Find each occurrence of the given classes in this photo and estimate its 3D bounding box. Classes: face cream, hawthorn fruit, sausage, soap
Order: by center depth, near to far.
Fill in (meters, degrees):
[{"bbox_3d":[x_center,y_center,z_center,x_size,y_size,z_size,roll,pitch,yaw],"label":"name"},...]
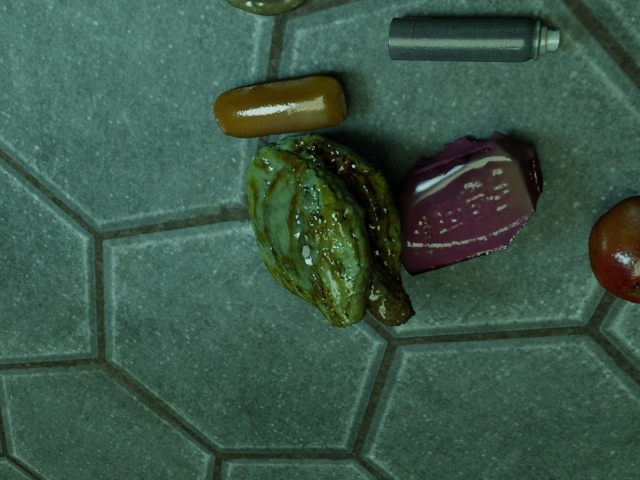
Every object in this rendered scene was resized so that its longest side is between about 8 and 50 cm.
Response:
[{"bbox_3d":[0.258,-0.343,1.192,0.283,0.073,0.073,5,125,16],"label":"face cream"},{"bbox_3d":[0.578,0.034,1.249,0.196,0.225,0.196,15,139,13],"label":"hawthorn fruit"},{"bbox_3d":[0.273,-0.072,1.343,0.325,0.127,0.220,-21,116,29],"label":"soap"},{"bbox_3d":[-0.079,-0.258,1.352,0.274,0.105,0.105,-4,122,22],"label":"sausage"}]

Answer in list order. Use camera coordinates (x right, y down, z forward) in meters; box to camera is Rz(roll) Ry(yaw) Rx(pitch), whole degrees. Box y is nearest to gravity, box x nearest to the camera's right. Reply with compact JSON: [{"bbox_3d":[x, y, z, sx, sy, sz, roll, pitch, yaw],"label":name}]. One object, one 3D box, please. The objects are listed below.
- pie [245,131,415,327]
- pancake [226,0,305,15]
[{"bbox_3d":[-0.017,-0.015,1.403,0.418,0.180,0.395,16,126,51],"label":"pie"},{"bbox_3d":[-0.103,-0.507,1.218,0.242,0.050,0.242,9,125,12],"label":"pancake"}]
